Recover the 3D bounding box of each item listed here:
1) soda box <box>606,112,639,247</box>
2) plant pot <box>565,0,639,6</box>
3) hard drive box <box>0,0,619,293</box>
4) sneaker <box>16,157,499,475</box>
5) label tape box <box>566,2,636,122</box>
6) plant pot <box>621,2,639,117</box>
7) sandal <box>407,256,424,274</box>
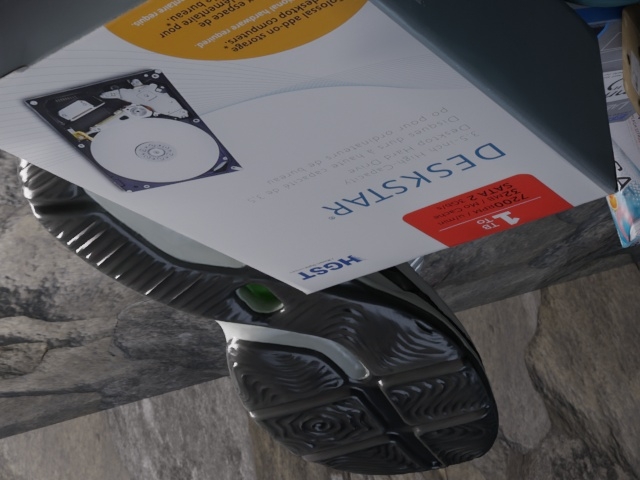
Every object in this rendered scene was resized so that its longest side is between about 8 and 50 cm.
[{"bbox_3d":[0.326,-0.090,1.240,0.063,0.183,0.058,-15,167,-4],"label":"soda box"},{"bbox_3d":[0.172,-0.207,0.450,0.272,0.271,0.255,-11,179,-24],"label":"plant pot"},{"bbox_3d":[-0.009,-0.073,0.499,0.181,0.089,0.232,-20,149,34],"label":"hard drive box"},{"bbox_3d":[-0.004,-0.031,0.803,0.169,0.257,0.447,-18,136,24],"label":"sneaker"},{"bbox_3d":[0.172,-0.150,0.976,0.241,0.105,0.333,-11,165,-21],"label":"label tape box"},{"bbox_3d":[0.262,-0.121,0.792,0.096,0.109,0.109,-15,135,1],"label":"plant pot"},{"bbox_3d":[0.013,-0.008,1.403,0.169,0.102,0.416,-33,152,6],"label":"sandal"}]
